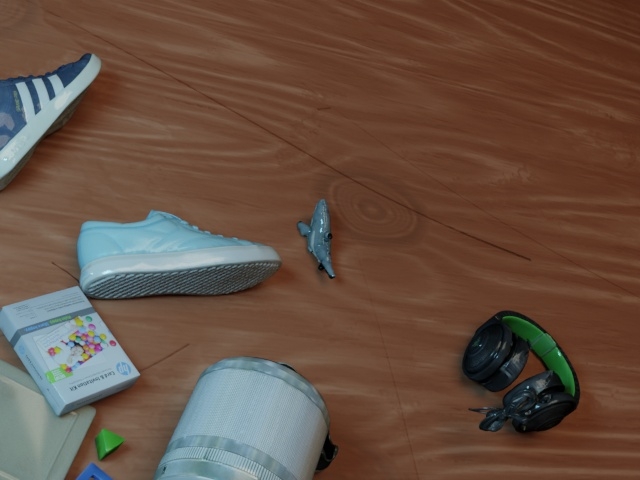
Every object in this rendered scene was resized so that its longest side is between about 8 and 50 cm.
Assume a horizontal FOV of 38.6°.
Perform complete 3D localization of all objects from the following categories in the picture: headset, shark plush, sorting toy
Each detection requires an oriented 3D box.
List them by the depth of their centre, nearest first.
[{"bbox_3d":[-0.441,0.279,1.314,0.348,0.047,0.196,31,40,-13],"label":"sorting toy"},{"bbox_3d":[0.400,0.259,1.775,0.243,0.185,0.394,48,35,7],"label":"headset"},{"bbox_3d":[0.000,0.000,1.787,0.073,0.067,0.161,18,50,-21],"label":"shark plush"}]

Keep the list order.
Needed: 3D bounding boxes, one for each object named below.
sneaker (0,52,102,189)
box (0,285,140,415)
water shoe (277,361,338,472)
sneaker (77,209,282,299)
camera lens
[{"bbox_3d":[-0.516,-0.247,1.589,0.148,0.131,0.350,38,46,-10],"label":"sneaker"},{"bbox_3d":[-0.388,0.165,1.408,0.145,0.038,0.186,-17,64,-51],"label":"box"},{"bbox_3d":[-0.023,0.288,1.552,0.073,0.080,0.203,-8,63,-37],"label":"water shoe"},{"bbox_3d":[-0.239,0.007,1.582,0.366,0.135,0.150,0,61,-34],"label":"sneaker"},{"bbox_3d":[-0.118,0.329,1.363,0.219,0.219,0.274,31,46,-10],"label":"camera lens"}]
